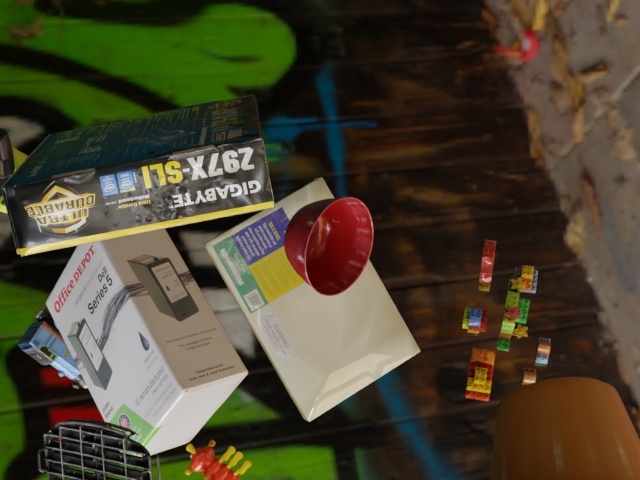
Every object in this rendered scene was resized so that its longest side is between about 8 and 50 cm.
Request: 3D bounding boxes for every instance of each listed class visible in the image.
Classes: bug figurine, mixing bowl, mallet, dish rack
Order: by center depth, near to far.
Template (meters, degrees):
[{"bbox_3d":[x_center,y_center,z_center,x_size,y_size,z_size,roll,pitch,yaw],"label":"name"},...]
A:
[{"bbox_3d":[-0.204,0.315,1.157,0.208,0.074,0.272,0,97,42],"label":"dish rack"},{"bbox_3d":[-0.473,-0.133,1.506,0.189,0.039,0.062,20,130,37],"label":"mallet"},{"bbox_3d":[-0.186,0.441,1.653,0.216,0.279,0.072,46,170,-3],"label":"bug figurine"},{"bbox_3d":[0.000,0.000,2.017,0.098,0.181,0.181,18,116,39],"label":"mixing bowl"}]

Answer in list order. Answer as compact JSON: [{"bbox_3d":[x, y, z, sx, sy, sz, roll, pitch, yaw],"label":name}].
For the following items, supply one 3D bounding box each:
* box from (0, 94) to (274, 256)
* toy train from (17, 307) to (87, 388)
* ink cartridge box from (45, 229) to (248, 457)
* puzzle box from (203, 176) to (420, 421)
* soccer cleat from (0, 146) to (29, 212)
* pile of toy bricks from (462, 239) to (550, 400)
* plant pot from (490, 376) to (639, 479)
[{"bbox_3d":[-0.186,-0.081,1.226,0.322,0.257,0.079,-110,10,-74],"label":"box"},{"bbox_3d":[-0.485,0.209,2.171,0.080,0.184,0.105,-10,44,53],"label":"toy train"},{"bbox_3d":[-0.243,0.129,1.532,0.273,0.114,0.198,57,134,21],"label":"ink cartridge box"},{"bbox_3d":[-0.014,0.113,2.233,0.409,0.272,0.052,61,167,-4],"label":"puzzle box"},{"bbox_3d":[-0.400,-0.068,1.614,0.093,0.289,0.121,-67,-20,-2],"label":"soccer cleat"},{"bbox_3d":[0.247,0.101,1.481,0.105,0.118,0.212,77,-158,-67],"label":"pile of toy bricks"},{"bbox_3d":[0.254,0.249,1.143,0.205,0.205,0.188,114,157,-53],"label":"plant pot"}]
